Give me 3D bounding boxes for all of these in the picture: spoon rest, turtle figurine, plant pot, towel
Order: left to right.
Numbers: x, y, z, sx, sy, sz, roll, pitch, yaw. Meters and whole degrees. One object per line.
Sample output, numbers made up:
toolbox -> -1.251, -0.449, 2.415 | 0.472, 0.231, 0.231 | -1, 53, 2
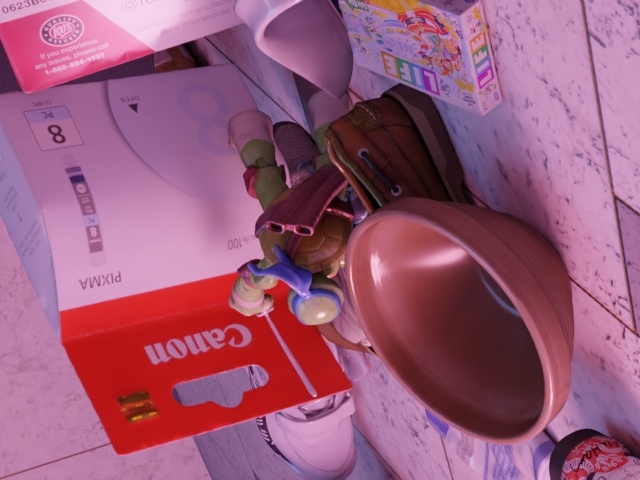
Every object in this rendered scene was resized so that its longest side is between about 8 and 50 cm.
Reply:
spoon rest -> -0.027, -0.202, 1.563 | 0.137, 0.084, 0.276 | 57, 180, 10
turtle figurine -> 0.000, 0.000, 1.742 | 0.274, 0.198, 0.266 | 21, -133, -40
plant pot -> 0.141, 0.051, 1.486 | 0.237, 0.109, 0.237 | 35, 146, 29
towel -> 0.184, 0.211, 1.860 | 0.285, 0.034, 0.209 | 49, 161, 41

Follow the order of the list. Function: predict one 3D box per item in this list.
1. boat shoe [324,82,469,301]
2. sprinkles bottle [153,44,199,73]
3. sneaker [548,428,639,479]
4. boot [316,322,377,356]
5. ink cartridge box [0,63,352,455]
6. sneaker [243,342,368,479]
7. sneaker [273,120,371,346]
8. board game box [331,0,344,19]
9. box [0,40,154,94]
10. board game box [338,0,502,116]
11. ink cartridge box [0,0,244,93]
boat shoe -> 0.100, 0.007, 1.615 | 0.307, 0.104, 0.110 | 63, 166, -7
sprinkles bottle -> -0.255, -0.259, 2.329 | 0.355, 0.121, 0.121 | 53, 164, 31
sneaker -> 0.294, 0.307, 1.534 | 0.270, 0.090, 0.145 | 69, 167, -16
boot -> 0.001, 0.030, 2.003 | 0.115, 0.112, 0.305 | 28, 162, 44
ink cartridge box -> -0.149, 0.005, 1.760 | 0.091, 0.308, 0.385 | -50, 61, 45
sneaker -> -0.016, 0.210, 2.344 | 0.210, 0.137, 0.366 | 38, 150, 64
sneaker -> 0.030, -0.031, 1.860 | 0.283, 0.110, 0.122 | 59, 143, 22
board game box -> 0.018, -0.299, 1.483 | 0.145, 0.027, 0.281 | 59, 166, 17
box -> -0.441, -0.356, 2.075 | 0.471, 0.297, 0.480 | 27, 125, 55
board game box -> 0.079, -0.173, 1.427 | 0.154, 0.026, 0.103 | 27, 147, 41
ink cartridge box -> -0.229, -0.370, 1.649 | 0.160, 0.279, 0.385 | -110, 3, -48
